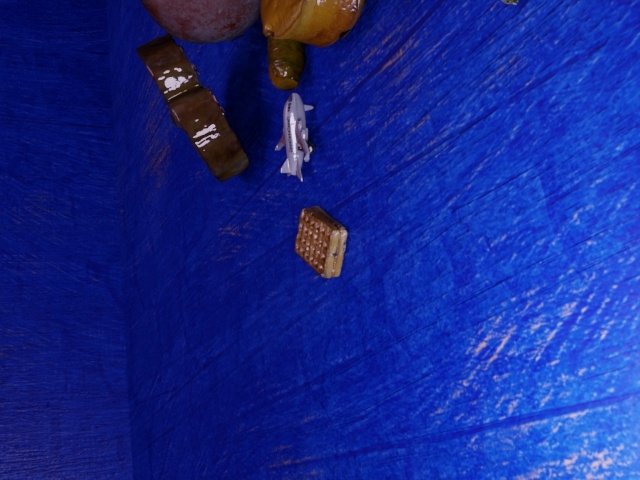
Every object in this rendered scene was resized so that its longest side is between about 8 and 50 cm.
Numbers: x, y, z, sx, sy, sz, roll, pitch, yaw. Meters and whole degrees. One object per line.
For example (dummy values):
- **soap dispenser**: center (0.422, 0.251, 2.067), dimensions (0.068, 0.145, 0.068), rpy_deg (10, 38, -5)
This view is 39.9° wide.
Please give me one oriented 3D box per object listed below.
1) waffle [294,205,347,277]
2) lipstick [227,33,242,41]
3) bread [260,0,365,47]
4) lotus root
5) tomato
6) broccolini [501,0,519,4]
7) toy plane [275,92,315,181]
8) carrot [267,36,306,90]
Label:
- **waffle**: center (0.000, 0.000, 1.681), dimensions (0.148, 0.042, 0.103), rpy_deg (40, 123, 59)
- **lipstick**: center (-0.215, -0.511, 2.186), dimensions (0.094, 0.018, 0.019), rpy_deg (-175, 87, -65)
- **bread**: center (-0.013, -0.459, 1.615), dimensions (0.269, 0.142, 0.196), rpy_deg (177, 91, -67)
- **lotus root**: center (-0.296, -0.308, 2.082), dimensions (0.391, 0.111, 0.375), rpy_deg (56, 178, 20)
- **tomato**: center (-0.258, -0.591, 1.948), dimensions (0.283, 0.316, 0.317), rpy_deg (74, 173, -45)
- **broccolini**: center (0.271, -0.379, 1.159), dimensions (0.035, 0.030, 0.140), rpy_deg (-57, -13, -66)
- **toy plane**: center (-0.049, -0.209, 1.770), dimensions (0.162, 0.065, 0.171), rpy_deg (-152, 68, -63)
- **carrot**: center (-0.070, -0.396, 1.811), dimensions (0.082, 0.082, 0.173), rpy_deg (148, 127, -60)
